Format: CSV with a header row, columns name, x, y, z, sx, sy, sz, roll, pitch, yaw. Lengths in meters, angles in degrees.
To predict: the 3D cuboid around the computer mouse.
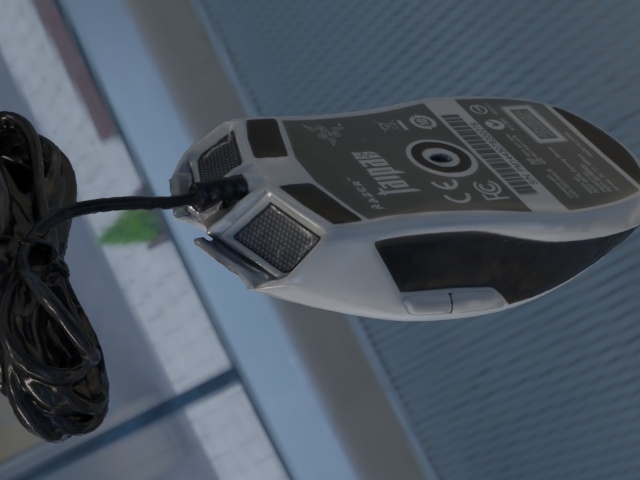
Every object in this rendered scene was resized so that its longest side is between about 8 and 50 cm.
name,x,y,z,sx,sy,sz,roll,pitch,yaw
computer mouse,0.000,0.000,0.409,0.106,0.193,0.042,52,139,48
